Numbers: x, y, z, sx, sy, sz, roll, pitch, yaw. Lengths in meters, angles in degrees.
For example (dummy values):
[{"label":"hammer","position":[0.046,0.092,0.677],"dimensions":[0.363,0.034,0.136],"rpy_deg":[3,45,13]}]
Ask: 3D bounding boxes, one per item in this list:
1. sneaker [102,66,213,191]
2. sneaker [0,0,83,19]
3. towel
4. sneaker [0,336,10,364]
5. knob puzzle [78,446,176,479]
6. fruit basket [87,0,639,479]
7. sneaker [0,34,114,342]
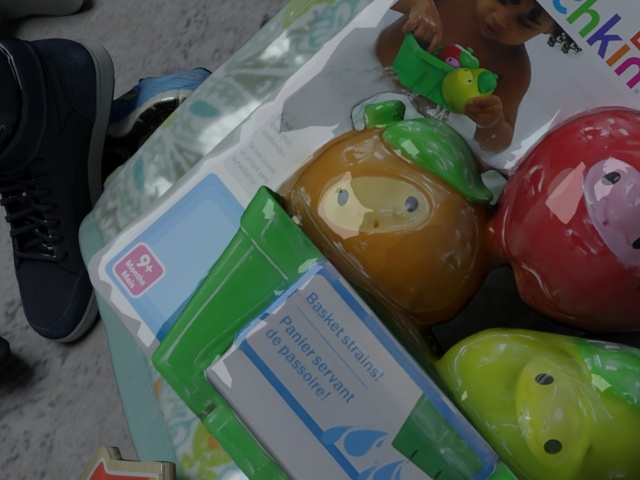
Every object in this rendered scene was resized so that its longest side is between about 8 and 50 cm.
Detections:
[{"label":"sneaker","position":[-0.139,-0.086,1.448],"dimensions":[0.162,0.063,0.073],"rpy_deg":[-18,31,30]},{"label":"sneaker","position":[-0.247,-0.234,1.651],"dimensions":[0.134,0.051,0.070],"rpy_deg":[1,68,49]},{"label":"towel","position":[0.000,0.000,1.213],"dimensions":[0.320,0.090,0.374],"rpy_deg":[-41,41,15]},{"label":"sneaker","position":[-0.323,0.115,1.445],"dimensions":[0.227,0.087,0.130],"rpy_deg":[-5,61,46]},{"label":"knob puzzle","position":[-0.138,0.223,1.162],"dimensions":[0.213,0.030,0.213],"rpy_deg":[-7,82,62]},{"label":"fruit basket","position":[0.100,0.018,0.968],"dimensions":[0.353,0.165,0.327],"rpy_deg":[-42,80,9]},{"label":"sneaker","position":[-0.224,-0.037,1.350],"dimensions":[0.086,0.163,0.226],"rpy_deg":[1,91,30]}]
